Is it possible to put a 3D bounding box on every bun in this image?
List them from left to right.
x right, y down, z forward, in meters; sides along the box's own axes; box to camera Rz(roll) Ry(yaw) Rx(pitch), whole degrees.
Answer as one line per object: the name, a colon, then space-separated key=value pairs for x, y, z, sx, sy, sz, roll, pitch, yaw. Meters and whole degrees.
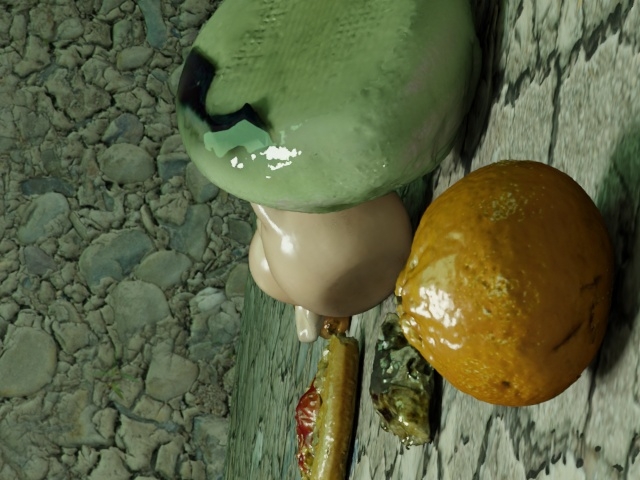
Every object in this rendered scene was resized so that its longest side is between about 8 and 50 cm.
bun: x=0.021 y=-0.125 z=1.407 sx=0.179 sy=0.283 sz=0.283 roll=50 pitch=-149 yaw=-40

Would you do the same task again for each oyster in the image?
oyster: x=0.066 y=0.122 z=1.381 sx=0.148 sy=0.051 sz=0.103 roll=-145 pitch=56 yaw=-71

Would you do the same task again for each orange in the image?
orange: x=0.102 y=0.022 z=0.915 sx=0.135 sy=0.117 sz=0.136 roll=-171 pitch=90 yaw=-77

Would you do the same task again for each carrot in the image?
carrot: x=-0.001 y=0.079 z=1.970 sx=0.186 sy=0.060 sz=0.060 roll=-115 pitch=34 yaw=-77

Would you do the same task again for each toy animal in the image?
toy animal: x=0.012 y=-0.002 z=1.584 sx=0.166 sy=0.154 sz=0.250 roll=-39 pitch=-5 yaw=-4

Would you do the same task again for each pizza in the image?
pizza: x=-0.002 y=0.199 z=1.829 sx=0.199 sy=0.062 sz=0.188 roll=121 pitch=159 yaw=-76
